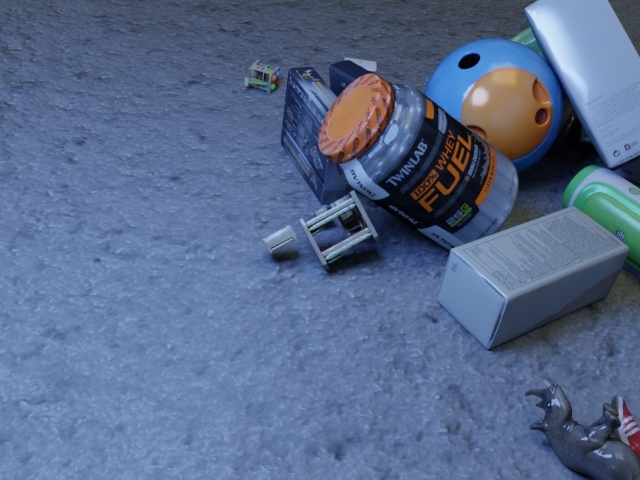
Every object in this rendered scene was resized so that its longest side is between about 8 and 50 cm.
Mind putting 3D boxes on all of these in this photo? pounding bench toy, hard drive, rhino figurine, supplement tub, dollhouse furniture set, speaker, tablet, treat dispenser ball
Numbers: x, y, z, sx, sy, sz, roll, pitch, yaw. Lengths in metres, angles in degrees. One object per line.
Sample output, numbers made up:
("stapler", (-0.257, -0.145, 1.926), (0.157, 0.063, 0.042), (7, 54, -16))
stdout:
("pounding bench toy", (-0.136, -0.374, 1.937), (0.065, 0.052, 0.083), (20, 39, 12))
("hard drive", (0.101, -0.236, 1.655), (0.172, 0.255, 0.054), (35, 66, 28))
("rhino figurine", (0.394, 0.290, 1.190), (0.243, 0.106, 0.073), (34, 12, 29))
("supplement tub", (0.174, -0.139, 1.484), (0.338, 0.207, 0.207), (30, 30, -27))
("dollhouse furniture set", (0.000, 0.000, 1.510), (0.181, 0.101, 0.161), (-28, 1, -2))
("speaker", (0.614, -0.025, 1.605), (0.131, 0.131, 0.296), (-20, 47, -32))
("tablet", (0.102, -0.451, 2.122), (0.083, 0.006, 0.054), (8, 38, -3))
("treat dispenser ball", (0.356, -0.272, 1.726), (0.288, 0.288, 0.288), (6, 38, -5))

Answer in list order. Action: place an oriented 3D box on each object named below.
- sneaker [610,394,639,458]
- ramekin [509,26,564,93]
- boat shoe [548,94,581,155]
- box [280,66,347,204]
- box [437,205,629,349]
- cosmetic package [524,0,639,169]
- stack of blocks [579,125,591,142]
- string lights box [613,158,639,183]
("sneaker", (0.476, 0.289, 1.251), (0.067, 0.042, 0.118), (7, 46, 3))
("ramekin", (0.547, -0.437, 1.977), (0.148, 0.303, 0.303), (57, 44, -9))
("boat shoe", (0.579, -0.297, 1.957), (0.092, 0.103, 0.285), (47, 53, -4))
("box", (-0.007, -0.212, 1.658), (0.056, 0.183, 0.231), (-10, 42, -22))
("box", (0.372, 0.058, 1.452), (0.311, 0.121, 0.148), (-16, 45, -29))
("cosmetic package", (0.571, -0.334, 1.695), (0.366, 0.155, 0.197), (64, 18, 6))
("stack of blocks", (0.709, -0.315, 1.911), (0.171, 0.087, 0.297), (9, 33, 21))
("string lights box", (0.777, -0.217, 1.920), (0.133, 0.077, 0.259), (26, 41, 24))
